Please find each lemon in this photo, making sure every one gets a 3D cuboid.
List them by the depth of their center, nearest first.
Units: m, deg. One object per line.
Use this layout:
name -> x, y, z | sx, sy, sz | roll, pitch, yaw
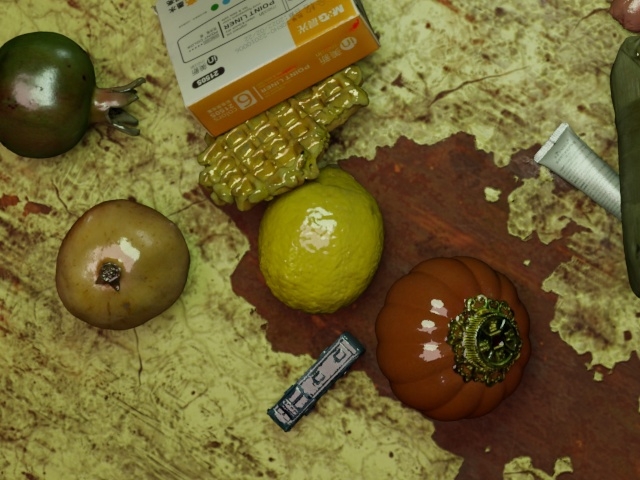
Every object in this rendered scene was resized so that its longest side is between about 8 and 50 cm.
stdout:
lemon -> -0.002, 0.002, 1.747 | 0.180, 0.180, 0.193 | 40, 107, 8

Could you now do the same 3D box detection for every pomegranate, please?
pomegranate -> -0.278, 0.038, 1.792 | 0.191, 0.191, 0.191 | 0, 90, 10
pomegranate -> -0.364, -0.202, 1.819 | 0.224, 0.181, 0.181 | 7, 92, -5

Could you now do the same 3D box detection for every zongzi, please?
zongzi -> 0.571, -0.080, 1.638 | 0.393, 0.174, 0.356 | 1, 83, -1

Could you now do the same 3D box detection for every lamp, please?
lamp -> 0.177, 0.130, 1.703 | 0.223, 0.196, 0.223 | 1, 88, -28

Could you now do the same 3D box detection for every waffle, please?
waffle -> -0.053, -0.144, 1.737 | 0.249, 0.056, 0.253 | -14, 43, 24

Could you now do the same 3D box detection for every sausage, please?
sausage -> 0.452, -0.348, 1.717 | 0.062, 0.062, 0.154 | 40, 97, 8

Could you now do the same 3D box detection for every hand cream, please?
hand cream -> 0.384, -0.076, 1.745 | 0.194, 0.042, 0.067 | 42, 105, 12

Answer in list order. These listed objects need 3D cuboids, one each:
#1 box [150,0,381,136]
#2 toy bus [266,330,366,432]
box -> -0.076, -0.296, 1.758 | 0.274, 0.091, 0.221 | -28, 54, 8
toy bus -> -0.007, 0.199, 1.802 | 0.047, 0.065, 0.166 | 44, 96, 6
